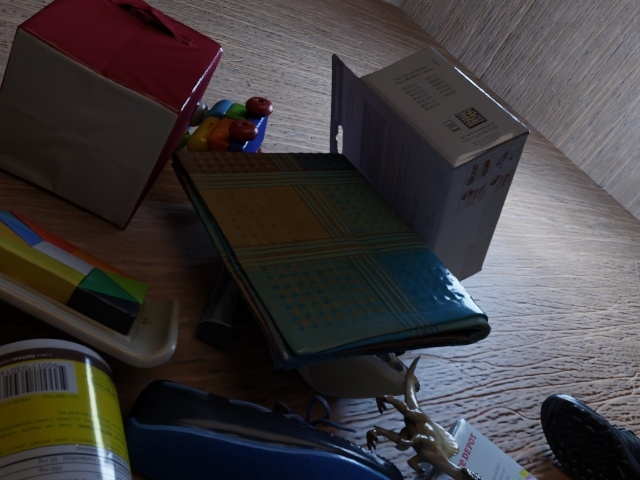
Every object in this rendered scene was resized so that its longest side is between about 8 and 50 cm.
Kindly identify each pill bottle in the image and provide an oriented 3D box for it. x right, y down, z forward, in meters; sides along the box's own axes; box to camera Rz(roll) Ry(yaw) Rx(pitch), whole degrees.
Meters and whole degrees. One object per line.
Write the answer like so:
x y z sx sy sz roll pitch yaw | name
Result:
-0.179 0.177 0.440 0.117 0.117 0.215 12 35 -35 | pill bottle

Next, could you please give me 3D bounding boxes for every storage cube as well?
-0.253 -0.164 0.813 0.184 0.215 0.193 28 35 -12 | storage cube

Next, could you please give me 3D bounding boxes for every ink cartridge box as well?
0.178 0.287 0.694 0.175 0.072 0.127 39 29 9 | ink cartridge box
0.136 -0.109 1.012 0.130 0.309 0.272 -27 58 -20 | ink cartridge box

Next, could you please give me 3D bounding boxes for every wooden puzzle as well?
-0.236 0.027 0.601 0.239 0.044 0.221 25 1 -12 | wooden puzzle

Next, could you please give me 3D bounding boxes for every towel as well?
0.000 0.000 0.809 0.272 0.040 0.370 -3 38 -31 | towel

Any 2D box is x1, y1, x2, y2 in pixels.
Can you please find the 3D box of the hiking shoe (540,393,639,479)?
0.388 0.289 0.927 0.227 0.086 0.114 43 15 5 | hiking shoe

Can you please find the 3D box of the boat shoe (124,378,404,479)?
-0.038 0.176 0.608 0.258 0.109 0.089 27 25 -18 | boat shoe

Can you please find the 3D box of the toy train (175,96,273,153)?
-0.168 -0.136 0.989 0.144 0.105 0.248 17 36 2 | toy train

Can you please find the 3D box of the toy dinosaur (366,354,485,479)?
0.094 0.187 0.682 0.093 0.053 0.183 14 25 -25 | toy dinosaur

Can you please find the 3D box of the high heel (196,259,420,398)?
-0.001 0.079 0.804 0.261 0.093 0.186 21 36 -6 | high heel

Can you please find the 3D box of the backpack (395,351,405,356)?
0.073 0.051 0.914 0.152 0.115 0.182 30 25 -3 | backpack
